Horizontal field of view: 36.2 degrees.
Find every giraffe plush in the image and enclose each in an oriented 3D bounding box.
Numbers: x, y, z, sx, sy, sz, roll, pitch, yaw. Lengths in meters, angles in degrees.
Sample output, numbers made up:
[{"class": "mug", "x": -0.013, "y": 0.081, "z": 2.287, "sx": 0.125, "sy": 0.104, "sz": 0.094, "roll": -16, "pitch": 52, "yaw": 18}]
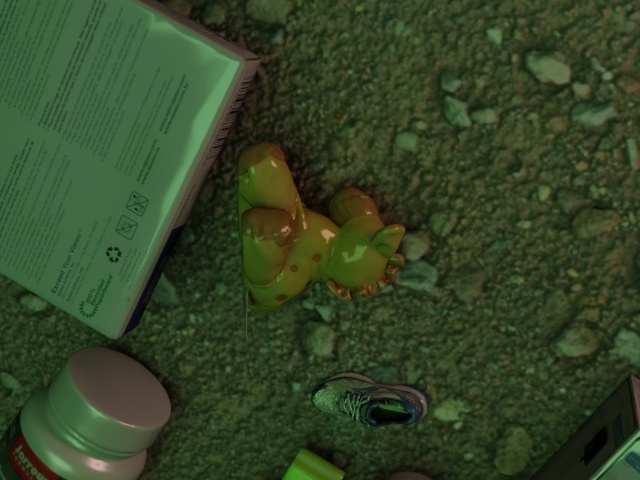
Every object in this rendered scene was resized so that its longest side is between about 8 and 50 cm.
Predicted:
[{"class": "giraffe plush", "x": 0.000, "y": 0.000, "z": 1.042, "sx": 0.170, "sy": 0.181, "sz": 0.210, "roll": -3, "pitch": 90, "yaw": -6}]

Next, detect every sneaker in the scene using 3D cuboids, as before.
[{"class": "sneaker", "x": 0.052, "y": 0.183, "z": 1.107, "sx": 0.135, "sy": 0.058, "sz": 0.052, "roll": 2, "pitch": 101, "yaw": 15}]

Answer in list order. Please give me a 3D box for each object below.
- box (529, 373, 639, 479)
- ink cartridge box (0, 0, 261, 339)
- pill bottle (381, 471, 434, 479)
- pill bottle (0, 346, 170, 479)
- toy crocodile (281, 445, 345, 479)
[{"class": "box", "x": 0.263, "y": 0.292, "z": 1.016, "sx": 0.087, "sy": 0.169, "sz": 0.290, "roll": 39, "pitch": 109, "yaw": 4}, {"class": "ink cartridge box", "x": -0.273, "y": -0.117, "z": 1.003, "sx": 0.330, "sy": 0.071, "sz": 0.324, "roll": 30, "pitch": 107, "yaw": 7}, {"class": "pill bottle", "x": 0.075, "y": 0.342, "z": 1.034, "sx": 0.136, "sy": 0.245, "sz": 0.136, "roll": 3, "pitch": 102, "yaw": 15}, {"class": "pill bottle", "x": -0.310, "y": 0.274, "z": 1.166, "sx": 0.161, "sy": 0.161, "sz": 0.283, "roll": 38, "pitch": 108, "yaw": 5}, {"class": "toy crocodile", "x": -0.071, "y": 0.398, "z": 1.169, "sx": 0.115, "sy": 0.105, "sz": 0.340, "roll": 26, "pitch": 102, "yaw": 7}]
